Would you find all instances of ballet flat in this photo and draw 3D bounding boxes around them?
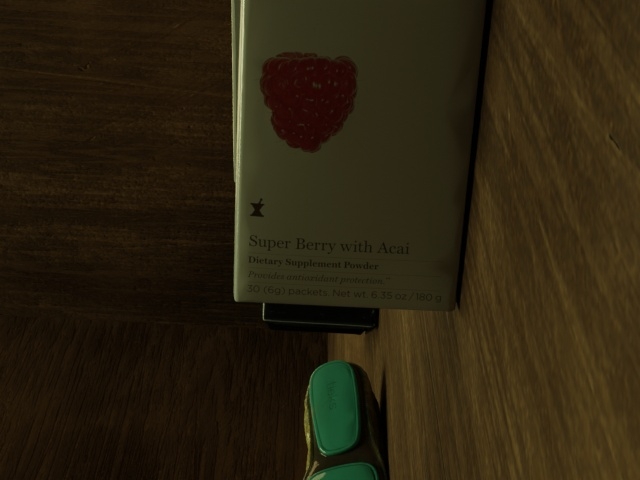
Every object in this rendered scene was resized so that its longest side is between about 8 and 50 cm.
[{"bbox_3d":[0.035,0.305,1.368,0.349,0.123,0.123,-90,3,-51],"label":"ballet flat"}]

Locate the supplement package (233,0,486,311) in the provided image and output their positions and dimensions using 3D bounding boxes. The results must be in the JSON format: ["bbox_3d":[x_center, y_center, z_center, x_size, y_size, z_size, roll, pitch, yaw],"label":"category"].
[{"bbox_3d":[0.025,-0.113,0.853,0.175,0.177,0.293,-89,2,-69],"label":"supplement package"}]

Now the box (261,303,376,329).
[{"bbox_3d":[0.000,0.000,1.759,0.294,0.182,0.296,92,-179,-82],"label":"box"}]

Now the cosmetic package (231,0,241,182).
[{"bbox_3d":[0.008,-0.251,1.210,0.156,0.217,0.385,-89,4,-50],"label":"cosmetic package"}]
